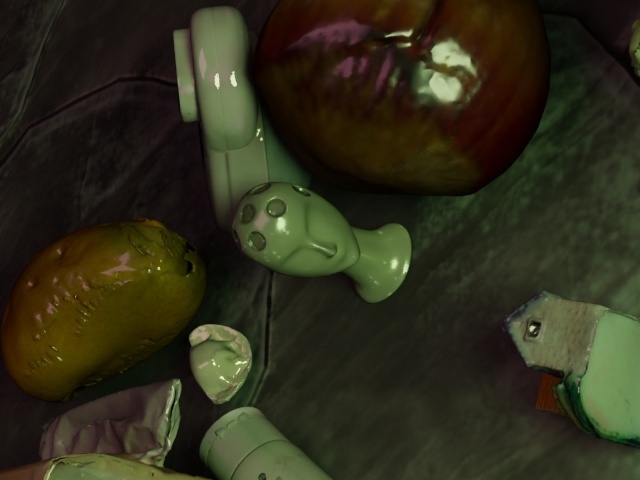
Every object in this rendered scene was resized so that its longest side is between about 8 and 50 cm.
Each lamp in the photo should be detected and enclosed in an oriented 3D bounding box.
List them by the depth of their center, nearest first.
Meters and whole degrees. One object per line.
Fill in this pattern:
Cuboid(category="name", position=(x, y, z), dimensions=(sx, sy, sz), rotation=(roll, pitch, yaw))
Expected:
Cuboid(category="lamp", position=(-0.060, -0.107, 1.269), dimensions=(0.108, 0.246, 0.179), rotation=(-13, 59, 0))

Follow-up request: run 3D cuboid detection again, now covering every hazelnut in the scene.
Cuboid(category="hazelnut", position=(0.072, -0.138, 1.143), dimensions=(0.229, 0.229, 0.229), rotation=(-22, 58, 40))

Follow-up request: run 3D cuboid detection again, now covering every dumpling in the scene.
Cuboid(category="dumpling", position=(-0.089, 0.109, 1.318), dimensions=(0.059, 0.043, 0.077), rotation=(-36, 32, 10))

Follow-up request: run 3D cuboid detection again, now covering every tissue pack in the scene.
Cuboid(category="tissue pack", position=(-0.181, 0.236, 1.183), dimensions=(0.305, 0.238, 0.238), rotation=(-25, 55, 56))

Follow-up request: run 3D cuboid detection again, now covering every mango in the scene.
Cuboid(category="mango", position=(-0.212, 0.063, 1.383), dimensions=(0.248, 0.151, 0.156), rotation=(-31, 18, 38))

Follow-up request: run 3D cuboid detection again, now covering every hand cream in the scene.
Cuboid(category="hand cream", position=(0.017, 0.244, 1.142), dimensions=(0.312, 0.070, 0.111), rotation=(43, 104, 39))

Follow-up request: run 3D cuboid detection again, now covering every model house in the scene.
Cuboid(category="model house", position=(0.175, 0.085, 0.997), dimensions=(0.100, 0.100, 0.088), rotation=(12, 84, 50))

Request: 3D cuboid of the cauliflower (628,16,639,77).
Cuboid(category="cauliflower", position=(0.296, -0.167, 0.857), dimensions=(0.260, 0.281, 0.327), rotation=(130, 148, -62))

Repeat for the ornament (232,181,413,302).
Cuboid(category="ornament", position=(0.000, 0.000, 1.180), dimensions=(0.081, 0.156, 0.075), rotation=(34, 99, 49))
